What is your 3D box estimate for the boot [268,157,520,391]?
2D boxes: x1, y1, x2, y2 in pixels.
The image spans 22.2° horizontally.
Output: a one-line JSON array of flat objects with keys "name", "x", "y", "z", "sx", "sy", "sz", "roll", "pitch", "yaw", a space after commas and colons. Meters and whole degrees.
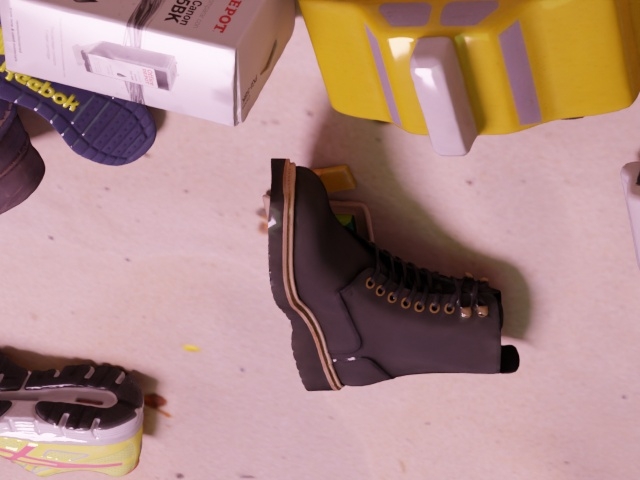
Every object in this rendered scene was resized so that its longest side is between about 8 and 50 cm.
[{"name": "boot", "x": 0.045, "y": 0.018, "z": 0.982, "sx": 0.137, "sy": 0.077, "sz": 0.198, "roll": -2, "pitch": 146, "yaw": 11}]

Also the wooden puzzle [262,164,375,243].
[{"name": "wooden puzzle", "x": 0.000, "y": 0.000, "z": 1.028, "sx": 0.078, "sy": 0.014, "sz": 0.116, "roll": 2, "pitch": 134, "yaw": 24}]

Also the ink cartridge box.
[{"name": "ink cartridge box", "x": -0.090, "y": -0.125, "z": 0.880, "sx": 0.135, "sy": 0.099, "sz": 0.056, "roll": 14, "pitch": 136, "yaw": 11}]

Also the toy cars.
[{"name": "toy cars", "x": 0.161, "y": -0.041, "z": 0.855, "sx": 0.394, "sy": 0.087, "sz": 0.176, "roll": 30, "pitch": 138, "yaw": -6}]

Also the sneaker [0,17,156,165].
[{"name": "sneaker", "x": -0.157, "y": -0.098, "z": 0.980, "sx": 0.053, "sy": 0.059, "sz": 0.144, "roll": -43, "pitch": 126, "yaw": 14}]

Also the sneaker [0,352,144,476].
[{"name": "sneaker", "x": -0.228, "y": 0.141, "z": 1.232, "sx": 0.208, "sy": 0.081, "sz": 0.094, "roll": 9, "pitch": 138, "yaw": 17}]

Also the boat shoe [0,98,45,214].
[{"name": "boat shoe", "x": -0.324, "y": -0.016, "z": 1.080, "sx": 0.355, "sy": 0.132, "sz": 0.130, "roll": -18, "pitch": 123, "yaw": 39}]
